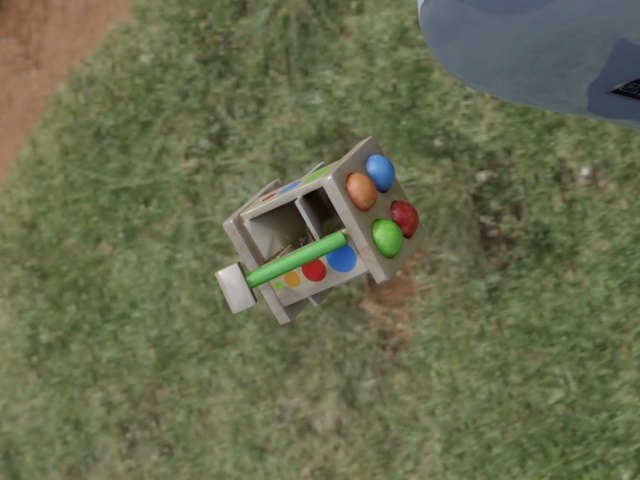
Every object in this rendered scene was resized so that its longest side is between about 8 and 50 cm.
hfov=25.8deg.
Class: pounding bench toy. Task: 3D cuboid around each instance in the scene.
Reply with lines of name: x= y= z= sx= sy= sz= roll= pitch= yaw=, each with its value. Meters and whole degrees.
pounding bench toy: x=0.000 y=0.000 z=0.590 sx=0.065 sy=0.083 sz=0.052 roll=-23 pitch=102 yaw=30

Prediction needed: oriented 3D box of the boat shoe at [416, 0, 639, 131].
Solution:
boat shoe: x=0.154 y=-0.133 z=0.732 sx=0.113 sy=0.306 sz=0.105 roll=-26 pitch=67 yaw=42
